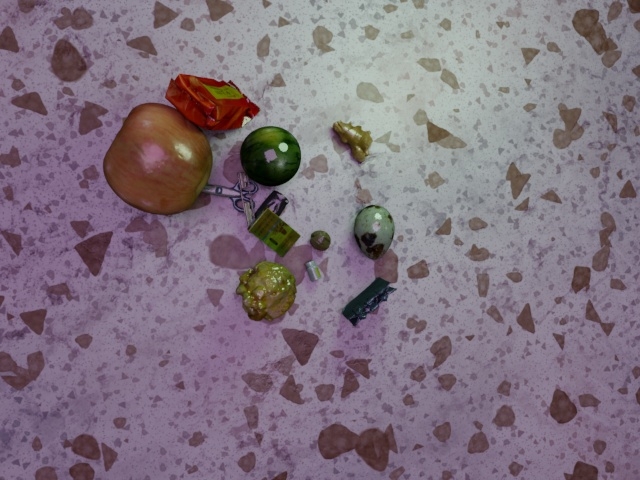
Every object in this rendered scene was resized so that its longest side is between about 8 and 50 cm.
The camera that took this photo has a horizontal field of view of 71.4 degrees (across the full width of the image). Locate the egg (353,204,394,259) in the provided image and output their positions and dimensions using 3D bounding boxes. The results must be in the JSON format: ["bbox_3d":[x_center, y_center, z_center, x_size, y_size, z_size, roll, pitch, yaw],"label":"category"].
[{"bbox_3d":[0.222,-0.033,1.845,0.169,0.169,0.231,-6,104,-8],"label":"egg"}]

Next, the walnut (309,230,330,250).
[{"bbox_3d":[0.000,0.000,1.858,0.092,0.092,0.092,0,89,-8],"label":"walnut"}]

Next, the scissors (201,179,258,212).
[{"bbox_3d":[-0.404,-0.200,1.822,0.289,0.041,0.138,10,96,-8],"label":"scissors"}]

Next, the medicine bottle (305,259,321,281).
[{"bbox_3d":[-0.031,0.128,1.867,0.047,0.047,0.083,-21,93,-8],"label":"medicine bottle"}]

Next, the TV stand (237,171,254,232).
[{"bbox_3d":[-0.299,-0.155,1.809,0.042,0.036,0.249,-11,97,-17],"label":"TV stand"}]

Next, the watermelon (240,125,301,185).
[{"bbox_3d":[-0.195,-0.330,1.755,0.242,0.242,0.242,0,89,-8],"label":"watermelon"}]

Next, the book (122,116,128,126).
[{"bbox_3d":[-0.709,-0.403,1.798,0.168,0.013,0.192,-3,89,-7],"label":"book"}]

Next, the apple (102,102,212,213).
[{"bbox_3d":[-0.578,-0.281,1.616,0.347,0.391,0.391,29,86,-16],"label":"apple"}]

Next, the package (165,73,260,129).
[{"bbox_3d":[-0.395,-0.518,1.680,0.196,0.423,0.123,43,113,0],"label":"package"}]

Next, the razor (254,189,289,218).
[{"bbox_3d":[-0.200,-0.133,1.842,0.090,0.054,0.148,37,88,-10],"label":"razor"}]

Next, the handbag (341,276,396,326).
[{"bbox_3d":[0.197,0.251,1.833,0.229,0.179,0.062,-41,95,-4],"label":"handbag"}]

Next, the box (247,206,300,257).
[{"bbox_3d":[-0.187,-0.033,1.821,0.193,0.030,0.121,41,88,-28],"label":"box"}]

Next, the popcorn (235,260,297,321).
[{"bbox_3d":[-0.219,0.197,1.760,0.259,0.212,0.259,-19,128,-26],"label":"popcorn"}]

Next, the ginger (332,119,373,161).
[{"bbox_3d":[0.148,-0.438,1.882,0.115,0.081,0.205,-35,104,25],"label":"ginger"}]
